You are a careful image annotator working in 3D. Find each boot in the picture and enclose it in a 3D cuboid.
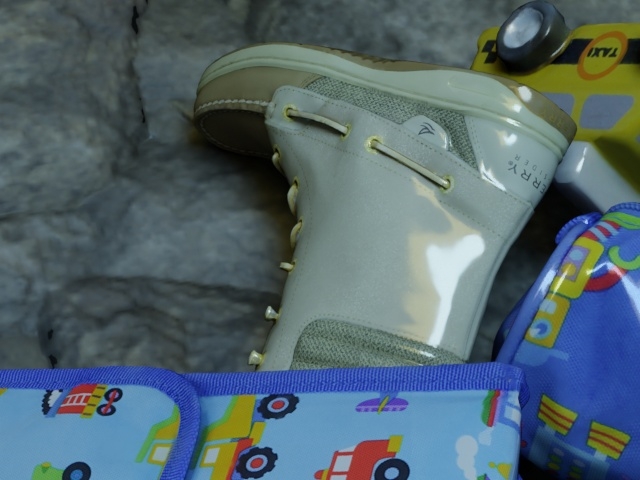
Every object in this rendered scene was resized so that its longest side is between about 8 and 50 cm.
[{"bbox_3d":[0.000,0.000,0.874,0.213,0.077,0.165,10,74,42],"label":"boot"}]

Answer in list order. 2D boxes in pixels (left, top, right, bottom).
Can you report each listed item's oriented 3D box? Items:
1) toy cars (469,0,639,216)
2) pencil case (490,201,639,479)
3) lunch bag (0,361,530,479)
[{"bbox_3d":[0.236,-0.006,0.856,0.394,0.176,0.087,24,73,13],"label":"toy cars"},{"bbox_3d":[0.221,0.083,0.807,0.306,0.119,0.133,21,98,12],"label":"pencil case"},{"bbox_3d":[-0.074,0.162,0.755,0.293,0.138,0.221,4,54,15],"label":"lunch bag"}]
